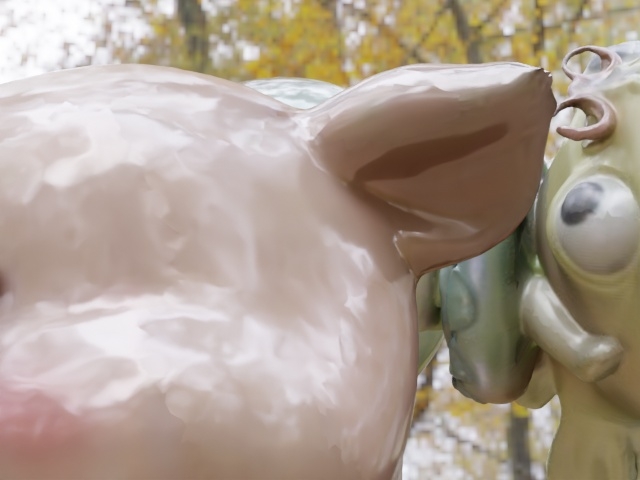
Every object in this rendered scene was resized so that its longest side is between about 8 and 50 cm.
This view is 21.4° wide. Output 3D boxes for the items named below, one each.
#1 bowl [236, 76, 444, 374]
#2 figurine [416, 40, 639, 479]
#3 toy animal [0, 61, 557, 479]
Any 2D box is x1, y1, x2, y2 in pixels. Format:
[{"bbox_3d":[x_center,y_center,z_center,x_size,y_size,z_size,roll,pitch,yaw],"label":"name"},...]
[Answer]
[{"bbox_3d":[0.000,0.000,1.542,0.354,0.353,0.185,19,-26,-33],"label":"bowl"},{"bbox_3d":[0.087,0.033,0.822,0.394,0.226,0.274,0,-53,15],"label":"figurine"},{"bbox_3d":[-0.069,0.087,0.408,0.195,0.256,0.213,4,8,36],"label":"toy animal"}]
